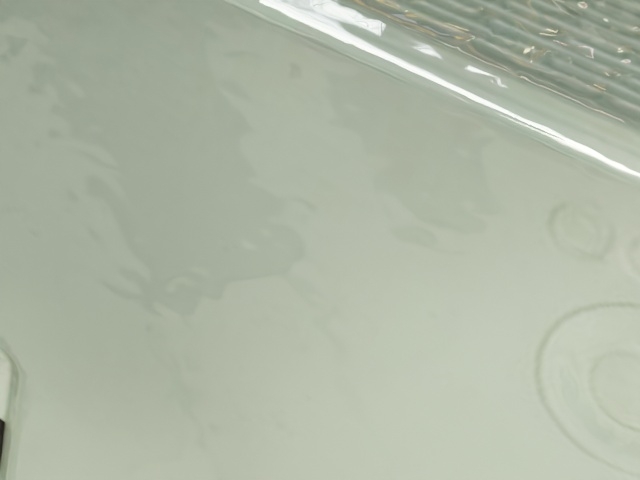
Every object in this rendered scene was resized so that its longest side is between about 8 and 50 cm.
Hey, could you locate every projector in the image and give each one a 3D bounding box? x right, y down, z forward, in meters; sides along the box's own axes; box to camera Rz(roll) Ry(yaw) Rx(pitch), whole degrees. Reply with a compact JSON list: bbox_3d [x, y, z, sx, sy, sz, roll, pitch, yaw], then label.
[{"bbox_3d":[0.000,0.000,0.456,0.099,0.256,0.192,-51,161,-47],"label":"projector"}]
